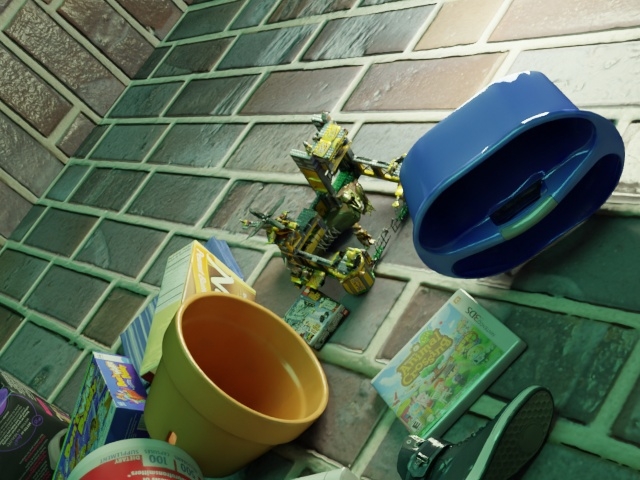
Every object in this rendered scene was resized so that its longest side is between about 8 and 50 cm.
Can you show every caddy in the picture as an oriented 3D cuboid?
[{"bbox_3d":[0.283,-0.082,1.518,0.341,0.241,0.179,-38,41,18],"label":"caddy"}]

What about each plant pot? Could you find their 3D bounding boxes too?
[{"bbox_3d":[-0.160,0.258,1.700,0.203,0.290,0.291,-54,25,25],"label":"plant pot"}]

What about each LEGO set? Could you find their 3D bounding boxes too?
[{"bbox_3d":[0.031,-0.082,1.853,0.255,0.192,0.331,27,72,38],"label":"LEGO set"}]

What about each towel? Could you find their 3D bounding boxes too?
[{"bbox_3d":[-0.306,0.157,2.249,0.336,0.040,0.243,-47,30,5],"label":"towel"}]

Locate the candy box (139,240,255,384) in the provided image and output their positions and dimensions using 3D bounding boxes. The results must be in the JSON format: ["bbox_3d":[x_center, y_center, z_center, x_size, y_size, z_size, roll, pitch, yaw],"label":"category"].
[{"bbox_3d":[-0.229,0.173,1.960,0.087,0.183,0.316,-30,33,27],"label":"candy box"}]

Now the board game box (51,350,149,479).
[{"bbox_3d":[-0.413,0.413,1.880,0.233,0.078,0.347,40,113,61],"label":"board game box"}]

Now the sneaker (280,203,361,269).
[{"bbox_3d":[0.000,0.000,2.004,0.192,0.064,0.086,-22,53,30],"label":"sneaker"}]

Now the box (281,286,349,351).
[{"bbox_3d":[-0.013,0.141,1.872,0.094,0.027,0.137,-52,29,-6],"label":"box"}]

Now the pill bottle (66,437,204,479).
[{"bbox_3d":[-0.253,0.492,1.456,0.229,0.229,0.408,-42,30,9],"label":"pill bottle"}]

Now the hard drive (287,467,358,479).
[{"bbox_3d":[-0.107,0.485,1.554,0.353,0.047,0.233,-23,37,37],"label":"hard drive"}]

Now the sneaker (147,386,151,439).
[{"bbox_3d":[-0.320,0.342,1.967,0.110,0.107,0.275,-10,45,60],"label":"sneaker"}]

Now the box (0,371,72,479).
[{"bbox_3d":[-0.579,0.412,2.045,0.165,0.270,0.143,-53,29,-10],"label":"box"}]

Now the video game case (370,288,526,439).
[{"bbox_3d":[0.188,0.189,1.546,0.212,0.023,0.193,-47,29,2],"label":"video game case"}]

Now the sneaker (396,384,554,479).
[{"bbox_3d":[0.199,0.270,1.366,0.226,0.086,0.163,-54,32,-9],"label":"sneaker"}]
